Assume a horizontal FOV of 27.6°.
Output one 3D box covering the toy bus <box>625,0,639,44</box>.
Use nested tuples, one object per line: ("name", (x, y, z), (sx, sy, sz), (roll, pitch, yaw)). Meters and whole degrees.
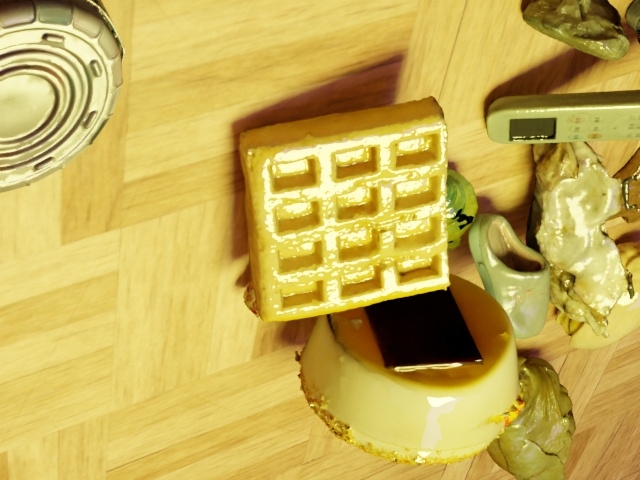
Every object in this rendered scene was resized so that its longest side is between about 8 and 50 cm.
("toy bus", (0.458, -0.311, 1.492), (0.175, 0.138, 0.288), (-33, 148, -5))

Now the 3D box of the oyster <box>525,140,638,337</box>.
("oyster", (0.343, -0.015, 1.716), (0.133, 0.198, 0.337), (-18, 138, -3))

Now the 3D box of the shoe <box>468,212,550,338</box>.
("shoe", (0.260, 0.047, 1.695), (0.079, 0.078, 0.195), (-47, 118, -37))

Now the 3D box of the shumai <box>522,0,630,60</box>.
("shumai", (0.296, -0.258, 1.447), (0.087, 0.124, 0.099), (-65, 170, 7))

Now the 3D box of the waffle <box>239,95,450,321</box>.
("waffle", (0.030, -0.027, 1.422), (0.221, 0.055, 0.248), (-12, 126, -10))

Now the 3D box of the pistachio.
("pistachio", (0.461, 0.092, 2.026), (0.145, 0.117, 0.200), (-4, 136, -48))

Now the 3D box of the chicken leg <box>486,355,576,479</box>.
("chicken leg", (0.286, 0.245, 2.034), (0.201, 0.152, 0.429), (-61, 143, -16))

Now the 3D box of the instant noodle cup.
("instant noodle cup", (-0.260, -0.151, 0.973), (0.258, 0.181, 0.302), (-11, 140, -36))

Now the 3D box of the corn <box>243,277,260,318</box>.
("corn", (0.000, 0.000, 1.519), (0.237, 0.079, 0.079), (-44, 147, 18))

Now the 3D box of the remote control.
("remote control", (0.353, -0.150, 1.548), (0.309, 0.038, 0.090), (-2, 158, 7))

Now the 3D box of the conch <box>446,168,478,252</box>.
("conch", (0.146, -0.036, 1.616), (0.095, 0.079, 0.201), (-8, 150, -9))

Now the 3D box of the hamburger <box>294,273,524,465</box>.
("hamburger", (0.117, 0.165, 1.650), (0.294, 0.276, 0.179), (-4, 126, -17))

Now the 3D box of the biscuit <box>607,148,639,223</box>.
("biscuit", (0.498, -0.093, 1.903), (0.215, 0.034, 0.182), (-37, 147, 1))
